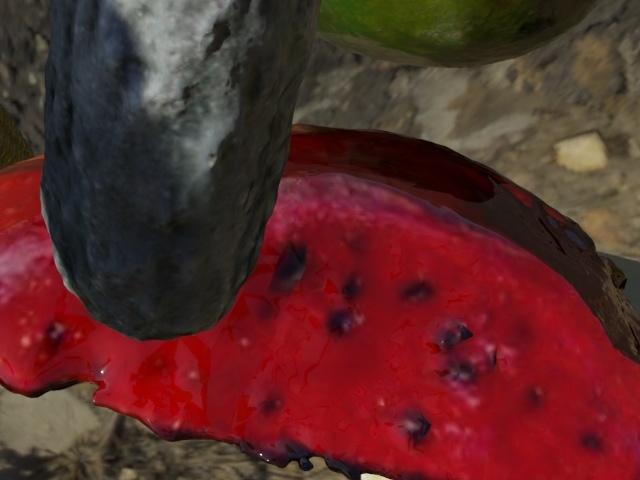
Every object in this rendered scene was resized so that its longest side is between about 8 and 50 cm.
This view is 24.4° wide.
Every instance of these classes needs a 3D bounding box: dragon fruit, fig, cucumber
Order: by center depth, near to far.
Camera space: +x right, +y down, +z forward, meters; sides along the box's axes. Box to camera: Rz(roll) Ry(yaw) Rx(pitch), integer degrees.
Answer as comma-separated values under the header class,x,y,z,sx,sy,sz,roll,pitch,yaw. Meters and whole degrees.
class,x,y,z,sx,sy,sz,roll,pitch,yaw
cucumber,-0.034,-0.029,0.349,0.064,0.112,0.064,7,37,-5
dragon fruit,0.000,0.000,0.634,0.344,0.282,0.100,11,109,-3
fig,0.043,-0.168,0.811,0.195,0.245,0.195,22,53,-33

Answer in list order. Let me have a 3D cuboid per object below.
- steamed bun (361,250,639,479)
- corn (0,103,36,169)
class,x,y,z,sx,sy,sz,roll,pitch,yaw
steamed bun,0.145,0.098,0.793,0.239,0.152,0.170,3,104,-22
corn,-0.278,-0.072,0.957,0.131,0.344,0.131,-4,72,12
